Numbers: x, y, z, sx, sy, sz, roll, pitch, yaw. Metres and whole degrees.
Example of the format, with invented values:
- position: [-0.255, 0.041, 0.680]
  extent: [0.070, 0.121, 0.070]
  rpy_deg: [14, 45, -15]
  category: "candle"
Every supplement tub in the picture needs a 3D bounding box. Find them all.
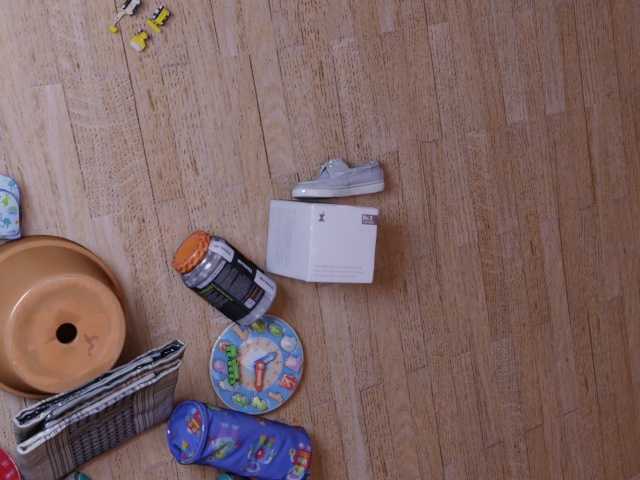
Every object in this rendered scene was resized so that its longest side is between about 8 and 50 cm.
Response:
- position: [-0.186, 0.070, 1.800]
  extent: [0.190, 0.117, 0.117]
  rpy_deg: [41, 75, -27]
  category: "supplement tub"

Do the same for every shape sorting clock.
- position: [-0.127, 0.250, 1.895]
  extent: [0.206, 0.040, 0.206]
  rpy_deg: [-3, 96, -29]
  category: "shape sorting clock"

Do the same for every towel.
- position: [-0.379, 0.314, 1.628]
  extent: [0.312, 0.324, 0.056]
  rpy_deg: [-24, 67, -25]
  category: "towel"

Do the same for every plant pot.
- position: [-0.459, 0.141, 1.604]
  extent: [0.290, 0.203, 0.291]
  rpy_deg: [-3, 96, -29]
  category: "plant pot"

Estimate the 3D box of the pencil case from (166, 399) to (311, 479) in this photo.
- position: [-0.154, 0.401, 1.827]
  extent: [0.306, 0.119, 0.133]
  rpy_deg: [24, 88, -38]
  category: "pencil case"

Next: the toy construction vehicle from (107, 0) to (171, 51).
- position: [-0.335, -0.404, 1.719]
  extent: [0.086, 0.035, 0.098]
  rpy_deg: [37, 79, -38]
  category: "toy construction vehicle"

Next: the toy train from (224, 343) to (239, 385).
- position: [-0.174, 0.245, 1.848]
  extent: [0.023, 0.017, 0.083]
  rpy_deg: [-7, 93, -29]
  category: "toy train"

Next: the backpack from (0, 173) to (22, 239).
- position: [-0.561, -0.057, 1.594]
  extent: [0.105, 0.084, 0.114]
  rpy_deg: [-3, 94, -31]
  category: "backpack"

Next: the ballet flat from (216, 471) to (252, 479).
- position: [-0.191, 0.603, 1.869]
  extent: [0.096, 0.095, 0.281]
  rpy_deg: [25, 82, -41]
  category: "ballet flat"

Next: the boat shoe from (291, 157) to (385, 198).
- position: [0.035, -0.130, 1.933]
  extent: [0.227, 0.079, 0.081]
  rpy_deg: [-9, 93, -34]
  category: "boat shoe"

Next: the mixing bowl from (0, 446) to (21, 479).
- position: [-0.612, 0.435, 1.588]
  extent: [0.181, 0.098, 0.182]
  rpy_deg: [22, 47, -26]
  category: "mixing bowl"

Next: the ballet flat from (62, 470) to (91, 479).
- position: [-0.414, 0.514, 1.754]
  extent: [0.068, 0.072, 0.213]
  rpy_deg: [-34, 116, 8]
  category: "ballet flat"

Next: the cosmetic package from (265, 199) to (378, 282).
- position: [0.000, 0.000, 1.858]
  extent: [0.151, 0.183, 0.152]
  rpy_deg: [2, 94, -29]
  category: "cosmetic package"
